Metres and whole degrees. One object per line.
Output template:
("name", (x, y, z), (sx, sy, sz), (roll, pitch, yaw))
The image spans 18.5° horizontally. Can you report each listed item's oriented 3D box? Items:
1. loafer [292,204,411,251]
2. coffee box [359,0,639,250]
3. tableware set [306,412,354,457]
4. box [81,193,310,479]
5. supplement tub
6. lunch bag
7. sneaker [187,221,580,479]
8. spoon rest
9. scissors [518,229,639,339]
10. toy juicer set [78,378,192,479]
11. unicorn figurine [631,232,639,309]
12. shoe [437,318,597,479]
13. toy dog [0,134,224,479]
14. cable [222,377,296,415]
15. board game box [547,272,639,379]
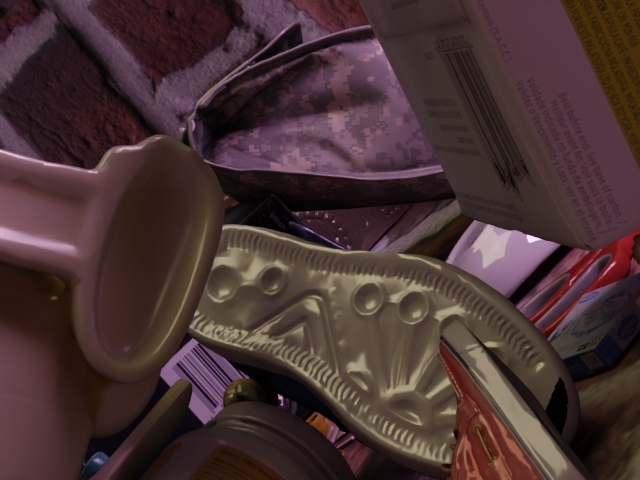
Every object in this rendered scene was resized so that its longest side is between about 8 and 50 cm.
("loafer", (0.000, 0.000, 2.203), (0.268, 0.102, 0.092), (-36, 3, -37))
("coffee box", (0.190, -0.225, 1.168), (0.334, 0.338, 0.337), (-28, 8, -5))
("tableware set", (-0.018, 0.182, 1.600), (0.104, 0.024, 0.154), (-38, 10, 20))
("box", (-0.130, 0.120, 1.874), (0.296, 0.183, 0.294), (-43, 8, -13))
("supplement tub", (-0.074, 0.214, 1.284), (0.144, 0.144, 0.199), (-31, 13, 49))
("lunch bag", (0.016, -0.111, 1.820), (0.287, 0.169, 0.235), (-8, -5, 1))
("sneaker", (0.072, 0.089, 1.348), (0.323, 0.236, 0.130), (21, 85, 33))
("spoon rest", (0.194, -0.030, 1.624), (0.276, 0.084, 0.137), (-54, 6, 5))
("scissors", (0.248, -0.017, 1.473), (0.297, 0.021, 0.109), (-42, 6, -16))
("toy juicer set", (-0.211, 0.250, 1.367), (0.209, 0.089, 0.329), (-38, -26, -59))
("unicorn figurine", (0.213, 0.056, 1.014), (0.060, 0.162, 0.111), (-48, -17, -11))
("shoe", (0.093, 0.121, 1.127), (0.081, 0.063, 0.178), (-43, 40, 7))
("toy dog", (-0.268, 0.101, 1.364), (0.408, 0.285, 0.395), (153, 119, -64))
("cable", (-0.025, 0.147, 1.513), (0.072, 0.139, 0.287), (-24, 7, 13))
("board game box", (0.188, 0.060, 1.330), (0.090, 0.020, 0.090), (-47, 10, -32))
